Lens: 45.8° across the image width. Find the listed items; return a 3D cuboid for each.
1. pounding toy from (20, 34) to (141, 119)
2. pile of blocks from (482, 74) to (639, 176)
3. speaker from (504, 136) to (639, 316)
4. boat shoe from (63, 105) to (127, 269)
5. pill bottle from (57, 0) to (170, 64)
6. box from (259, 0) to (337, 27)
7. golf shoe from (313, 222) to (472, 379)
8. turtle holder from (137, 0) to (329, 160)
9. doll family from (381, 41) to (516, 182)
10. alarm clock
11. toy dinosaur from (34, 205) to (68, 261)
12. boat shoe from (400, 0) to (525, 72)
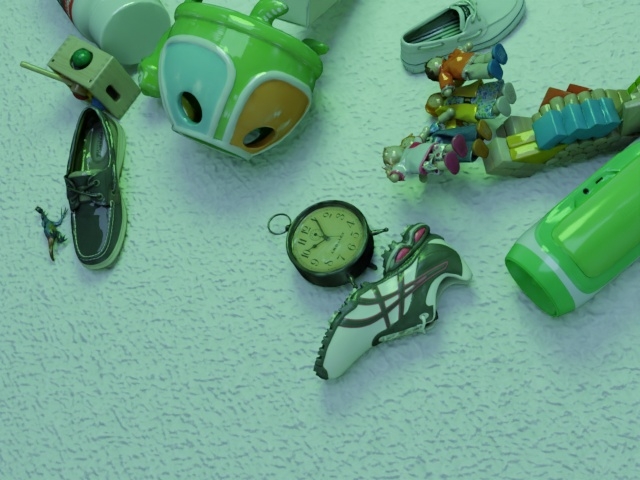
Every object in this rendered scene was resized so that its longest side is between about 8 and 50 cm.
[{"bbox_3d":[-0.420,-0.288,1.334,0.130,0.141,0.100,29,79,22],"label":"pounding toy"},{"bbox_3d":[0.405,-0.198,1.095,0.361,0.149,0.113,-14,67,9],"label":"pile of blocks"},{"bbox_3d":[0.401,-0.029,1.044,0.296,0.131,0.131,-39,66,-3],"label":"speaker"},{"bbox_3d":[-0.387,-0.094,1.278,0.102,0.092,0.286,-6,68,12],"label":"boat shoe"},{"bbox_3d":[-0.402,-0.463,1.386,0.161,0.161,0.283,-37,65,-2],"label":"pill bottle"},{"bbox_3d":[0.007,-0.467,1.255,0.094,0.113,0.275,21,46,19],"label":"box"},{"bbox_3d":[0.099,0.103,1.082,0.120,0.105,0.273,38,83,16],"label":"golf shoe"},{"bbox_3d":[-0.166,-0.268,1.211,0.320,0.243,0.228,21,91,5],"label":"turtle holder"},{"bbox_3d":[0.192,-0.171,1.146,0.163,0.118,0.263,6,63,50],"label":"doll family"},{"bbox_3d":[0.000,0.000,1.162,0.192,0.064,0.129,23,71,24],"label":"alarm clock"},{"bbox_3d":[-0.473,-0.023,1.303,0.082,0.047,0.090,26,88,40],"label":"toy dinosaur"},{"bbox_3d":[0.234,-0.351,1.234,0.226,0.076,0.083,-31,66,0],"label":"boat shoe"}]
